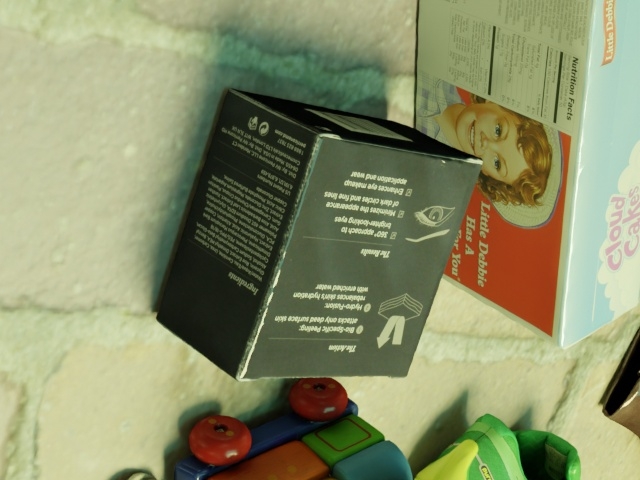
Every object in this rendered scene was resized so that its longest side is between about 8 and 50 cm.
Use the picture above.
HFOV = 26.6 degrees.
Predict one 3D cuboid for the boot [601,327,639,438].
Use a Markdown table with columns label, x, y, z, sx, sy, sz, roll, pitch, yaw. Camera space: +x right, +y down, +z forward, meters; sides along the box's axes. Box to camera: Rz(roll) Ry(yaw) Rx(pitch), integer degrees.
| label | x | y | z | sx | sy | sz | roll | pitch | yaw |
| --- | --- | --- | --- | --- | --- | --- | --- | --- | --- |
| boot | 0.337 | 0.193 | 1.328 | 0.207 | 0.090 | 0.248 | 22 | 98 | -36 |

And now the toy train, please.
| label | x | y | z | sx | sy | sz | roll | pitch | yaw |
| --- | --- | --- | --- | --- | --- | --- | --- | --- | --- |
| toy train | -0.040 | 0.190 | 0.888 | 0.248 | 0.143 | 0.105 | -19 | 124 | -37 |

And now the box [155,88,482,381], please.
| label | x | y | z | sx | sy | sz | roll | pitch | yaw |
| --- | --- | --- | --- | --- | --- | --- | --- | --- | --- |
| box | 0.000 | 0.000 | 0.855 | 0.156 | 0.093 | 0.158 | 6 | 107 | -46 |

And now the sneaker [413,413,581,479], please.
| label | x | y | z | sx | sy | sz | roll | pitch | yaw |
| --- | --- | --- | --- | --- | --- | --- | --- | --- | --- |
| sneaker | 0.195 | 0.237 | 1.172 | 0.123 | 0.109 | 0.295 | -53 | 138 | -1 |

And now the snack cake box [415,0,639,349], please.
| label | x | y | z | sx | sy | sz | roll | pitch | yaw |
| --- | --- | --- | --- | --- | --- | --- | --- | --- | --- |
| snack cake box | 0.145 | -0.081 | 0.906 | 0.089 | 0.152 | 0.264 | -24 | 128 | -34 |
